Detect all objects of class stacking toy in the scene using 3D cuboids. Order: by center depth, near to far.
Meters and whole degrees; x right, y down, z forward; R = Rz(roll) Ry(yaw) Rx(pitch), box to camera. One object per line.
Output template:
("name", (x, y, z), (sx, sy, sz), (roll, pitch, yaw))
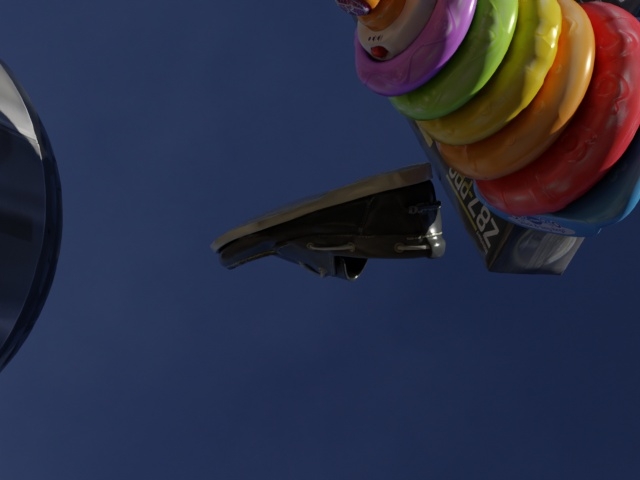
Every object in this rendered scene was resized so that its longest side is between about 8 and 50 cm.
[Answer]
("stacking toy", (0.088, -0.133, 0.921), (0.175, 0.302, 0.165), (15, -101, 57))

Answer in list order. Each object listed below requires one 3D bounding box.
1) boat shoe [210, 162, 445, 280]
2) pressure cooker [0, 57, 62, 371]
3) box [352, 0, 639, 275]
("boat shoe", (0.000, 0.000, 1.110), (0.233, 0.084, 0.079), (-14, -82, 42))
("pressure cooker", (-0.387, -0.021, 0.980), (0.375, 0.420, 0.370), (38, -87, 14))
("box", (0.176, -0.214, 1.268), (0.318, 0.097, 0.395), (-64, -145, 36))
